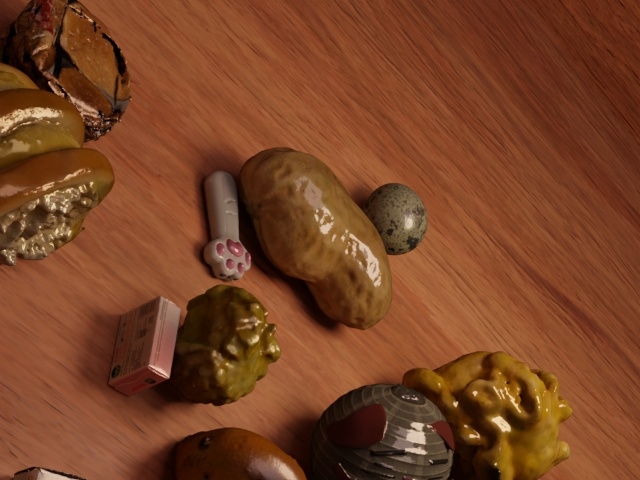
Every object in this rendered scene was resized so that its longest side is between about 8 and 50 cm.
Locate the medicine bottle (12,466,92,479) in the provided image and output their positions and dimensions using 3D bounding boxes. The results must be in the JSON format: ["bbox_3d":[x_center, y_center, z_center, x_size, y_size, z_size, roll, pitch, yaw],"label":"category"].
[{"bbox_3d":[-0.309,0.399,1.440,0.171,0.052,0.201,27,49,-42],"label":"medicine bottle"}]

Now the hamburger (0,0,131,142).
[{"bbox_3d":[-0.385,-0.259,1.733,0.231,0.107,0.231,38,38,-37],"label":"hamburger"}]

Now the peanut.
[{"bbox_3d":[0.000,0.000,2.020,0.387,0.169,0.192,50,42,-20],"label":"peanut"}]

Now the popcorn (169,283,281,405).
[{"bbox_3d":[-0.145,0.162,1.707,0.155,0.198,0.197,50,36,-18],"label":"popcorn"}]

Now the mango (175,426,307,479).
[{"bbox_3d":[-0.099,0.363,1.651,0.236,0.166,0.136,45,42,-25],"label":"mango"}]

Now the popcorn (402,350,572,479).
[{"bbox_3d":[0.303,0.352,2.098,0.281,0.316,0.297,-91,171,-64],"label":"popcorn"}]

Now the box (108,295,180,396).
[{"bbox_3d":[-0.253,0.152,1.648,0.043,0.089,0.125,37,43,-35],"label":"box"}]

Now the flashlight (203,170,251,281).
[{"bbox_3d":[-0.159,-0.029,1.932,0.093,0.047,0.200,22,52,-45],"label":"flashlight"}]

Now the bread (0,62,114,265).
[{"bbox_3d":[-0.418,-0.105,1.490,0.316,0.211,0.270,-15,79,-59],"label":"bread"}]

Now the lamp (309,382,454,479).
[{"bbox_3d":[0.100,0.339,1.865,0.265,0.233,0.233,6,63,-35],"label":"lamp"}]

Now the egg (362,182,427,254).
[{"bbox_3d":[0.147,-0.046,2.282,0.132,0.132,0.172,44,28,-27],"label":"egg"}]
